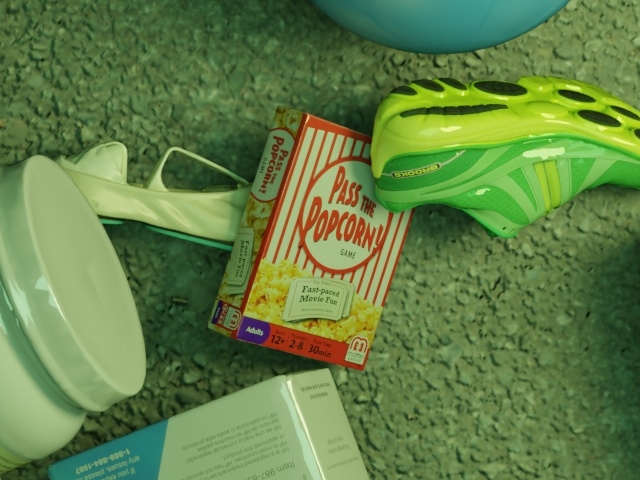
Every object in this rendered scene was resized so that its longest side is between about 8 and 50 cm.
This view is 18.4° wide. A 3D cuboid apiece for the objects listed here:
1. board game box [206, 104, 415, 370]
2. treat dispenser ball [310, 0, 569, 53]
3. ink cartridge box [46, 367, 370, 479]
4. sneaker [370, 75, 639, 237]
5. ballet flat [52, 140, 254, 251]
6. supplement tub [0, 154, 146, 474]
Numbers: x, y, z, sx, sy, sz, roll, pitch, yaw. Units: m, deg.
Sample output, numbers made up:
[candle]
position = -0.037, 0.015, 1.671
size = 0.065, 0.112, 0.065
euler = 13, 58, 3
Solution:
[board game box]
position = 0.000, 0.000, 1.649
size = 0.147, 0.045, 0.193
euler = 16, 92, -40
[treat dispenser ball]
position = 0.095, -0.290, 1.557
size = 0.288, 0.288, 0.288
euler = 0, 93, -7
[ink cartridge box]
position = -0.055, 0.284, 1.590
size = 0.223, 0.129, 0.307
euler = -22, 83, 15
[sneaker]
position = 0.172, -0.068, 1.669
size = 0.295, 0.109, 0.123
euler = 2, 124, -22
[ballet flat]
position = -0.152, -0.043, 1.646
size = 0.248, 0.086, 0.086
euler = 10, 92, -16
[supplement tub]
position = -0.323, 0.086, 1.523
size = 0.325, 0.235, 0.235
euler = -22, 96, 10
